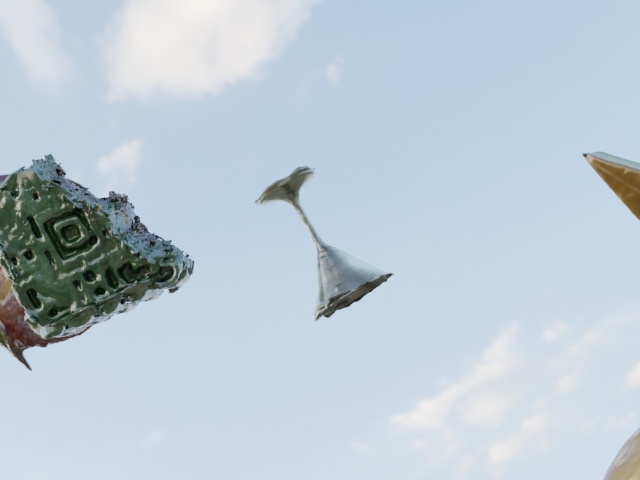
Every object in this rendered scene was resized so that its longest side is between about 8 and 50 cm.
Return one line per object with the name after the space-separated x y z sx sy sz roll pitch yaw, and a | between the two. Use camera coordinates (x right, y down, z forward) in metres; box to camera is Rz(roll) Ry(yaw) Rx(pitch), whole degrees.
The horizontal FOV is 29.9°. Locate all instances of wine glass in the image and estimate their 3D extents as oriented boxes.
0.000 0.000 1.563 0.122 0.183 0.122 -28 -10 -5 | wine glass

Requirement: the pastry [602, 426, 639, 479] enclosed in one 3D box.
0.496 0.377 1.414 0.409 0.409 0.245 -13 -4 -21 | pastry

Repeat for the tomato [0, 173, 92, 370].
-0.478 0.040 1.874 0.309 0.309 0.170 -5 -12 -31 | tomato

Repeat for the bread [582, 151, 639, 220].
0.458 -0.077 1.808 0.074 0.139 0.084 -16 -57 -57 | bread

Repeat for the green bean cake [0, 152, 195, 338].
-0.270 -0.008 1.360 0.193 0.208 0.107 -26 -2 11 | green bean cake
